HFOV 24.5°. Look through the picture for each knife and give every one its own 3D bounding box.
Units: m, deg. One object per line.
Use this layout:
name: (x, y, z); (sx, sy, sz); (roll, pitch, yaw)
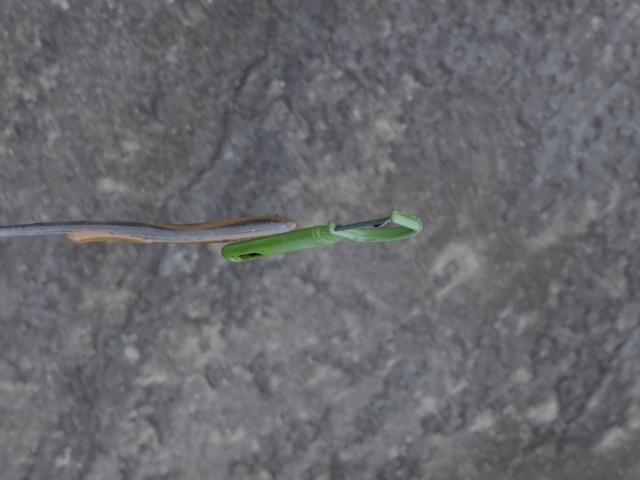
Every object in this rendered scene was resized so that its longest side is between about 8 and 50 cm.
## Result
knife: (0.000, -0.001, 1.135); (0.054, 0.015, 0.212); (13, 164, -41)

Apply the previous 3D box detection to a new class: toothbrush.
toothbrush: (-0.177, -0.005, 1.250); (0.320, 0.031, 0.023); (-5, 171, -13)
